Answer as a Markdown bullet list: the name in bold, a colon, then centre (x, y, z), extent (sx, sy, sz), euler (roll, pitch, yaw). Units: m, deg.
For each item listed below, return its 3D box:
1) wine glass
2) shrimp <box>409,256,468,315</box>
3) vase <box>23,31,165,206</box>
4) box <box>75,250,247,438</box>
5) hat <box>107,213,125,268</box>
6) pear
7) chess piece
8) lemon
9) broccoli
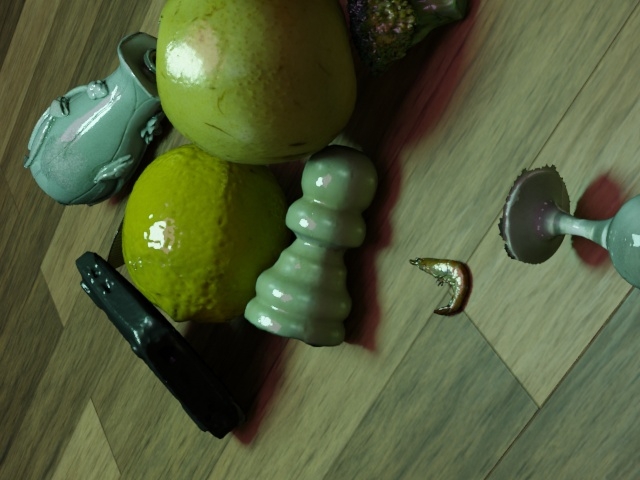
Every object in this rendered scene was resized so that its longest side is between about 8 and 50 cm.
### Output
- **wine glass**: centre (0.378, -0.010, 1.252), extent (0.321, 0.143, 0.143), euler (16, 97, 52)
- **shrimp**: centre (0.179, 0.065, 1.591), extent (0.127, 0.025, 0.091), euler (28, 108, 48)
- **vase**: centre (-0.483, -0.273, 2.335), extent (0.445, 0.250, 0.249), euler (-39, 55, 35)
- **box**: centre (-0.312, 0.200, 1.967), extent (0.091, 0.359, 0.350), euler (-41, 41, -11)
- **hat**: centre (-0.413, -0.001, 2.330), extent (0.193, 0.082, 0.193), euler (-157, 90, -88)
- **pear**: centre (-0.103, -0.288, 1.658), extent (0.348, 0.348, 0.348), euler (-11, 75, 51)
- **chess piece**: centre (0.000, 0.000, 1.729), extent (0.182, 0.182, 0.330), euler (23, 97, 51)
- **lemon**: centre (-0.207, -0.014, 1.872), extent (0.336, 0.336, 0.336), euler (-11, 75, 51)
- **broccoli**: centre (0.136, -0.372, 1.625), extent (0.194, 0.219, 0.194), euler (-12, 48, 14)
